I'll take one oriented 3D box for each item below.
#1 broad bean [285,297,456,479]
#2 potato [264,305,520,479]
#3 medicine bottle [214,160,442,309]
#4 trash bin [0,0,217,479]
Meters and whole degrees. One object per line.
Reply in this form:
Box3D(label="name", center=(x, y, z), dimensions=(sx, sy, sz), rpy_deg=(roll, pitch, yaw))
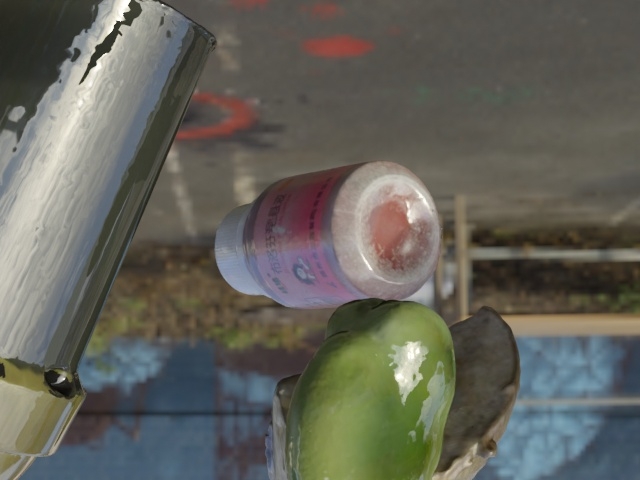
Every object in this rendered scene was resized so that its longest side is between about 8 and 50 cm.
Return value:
Box3D(label="broad bean", center=(0.040, 0.149, 1.284), dimensions=(0.100, 0.228, 0.169), rpy_deg=(-1, 131, 41))
Box3D(label="potato", center=(0.089, 0.221, 1.510), dimensions=(0.264, 0.211, 0.189), rpy_deg=(-20, 135, -12))
Box3D(label="medicine bottle", center=(0.000, 0.000, 1.614), dimensions=(0.147, 0.147, 0.247), rpy_deg=(7, 171, -38))
Box3D(label="trash bin", center=(-0.205, 0.000, 0.871), dimensions=(0.214, 0.333, 0.214), rpy_deg=(26, -179, -1))
